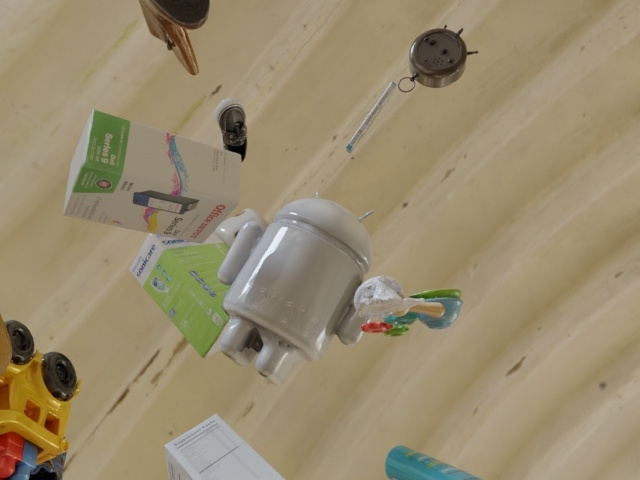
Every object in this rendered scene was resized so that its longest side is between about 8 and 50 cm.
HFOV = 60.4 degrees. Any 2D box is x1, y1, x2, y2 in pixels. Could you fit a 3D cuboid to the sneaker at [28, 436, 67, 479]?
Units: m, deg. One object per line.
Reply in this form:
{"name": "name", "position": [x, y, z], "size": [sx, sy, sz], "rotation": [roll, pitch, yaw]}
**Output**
{"name": "sneaker", "position": [-0.491, 0.449, 0.962], "size": [0.083, 0.087, 0.221], "rotation": [0, -73, -19]}

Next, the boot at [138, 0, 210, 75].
{"name": "boot", "position": [-0.257, -0.374, 0.940], "size": [0.264, 0.096, 0.280], "rotation": [44, -17, 15]}

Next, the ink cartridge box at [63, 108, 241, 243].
{"name": "ink cartridge box", "position": [-0.239, -0.082, 0.791], "size": [0.212, 0.093, 0.154], "rotation": [12, -29, -30]}

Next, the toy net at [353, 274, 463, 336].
{"name": "toy net", "position": [0.088, 0.076, 0.653], "size": [0.122, 0.045, 0.232], "rotation": [-13, -21, 26]}

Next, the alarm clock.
{"name": "alarm clock", "position": [0.252, -0.405, 1.250], "size": [0.129, 0.192, 0.064], "rotation": [47, -1, 18]}

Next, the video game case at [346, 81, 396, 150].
{"name": "video game case", "position": [0.109, -0.266, 1.212], "size": [0.015, 0.119, 0.166], "rotation": [35, -84, -1]}

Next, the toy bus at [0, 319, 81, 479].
{"name": "toy bus", "position": [-0.461, 0.247, 0.773], "size": [0.149, 0.211, 0.220], "rotation": [-23, -47, 3]}

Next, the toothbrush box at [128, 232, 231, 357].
{"name": "toothbrush box", "position": [-0.259, 0.107, 1.261], "size": [0.283, 0.206, 0.122], "rotation": [44, -66, 19]}

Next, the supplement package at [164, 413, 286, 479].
{"name": "supplement package", "position": [-0.197, 0.505, 1.142], "size": [0.244, 0.139, 0.134], "rotation": [28, -53, 38]}

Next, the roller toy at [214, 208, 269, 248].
{"name": "roller toy", "position": [-0.219, 0.016, 1.593], "size": [0.209, 0.146, 0.191], "rotation": [39, -27, 39]}

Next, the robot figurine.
{"name": "robot figurine", "position": [-0.035, 0.072, 0.973], "size": [0.300, 0.353, 0.200], "rotation": [25, -19, 13]}

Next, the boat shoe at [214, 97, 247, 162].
{"name": "boat shoe", "position": [-0.220, -0.270, 1.405], "size": [0.076, 0.080, 0.228], "rotation": [61, -20, 17]}

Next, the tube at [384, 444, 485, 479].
{"name": "tube", "position": [0.168, 0.316, 0.710], "size": [0.207, 0.080, 0.052], "rotation": [-7, -99, 56]}

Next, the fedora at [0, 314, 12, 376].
{"name": "fedora", "position": [-0.215, 0.040, 0.259], "size": [0.194, 0.079, 0.194], "rotation": [13, -51, 17]}
